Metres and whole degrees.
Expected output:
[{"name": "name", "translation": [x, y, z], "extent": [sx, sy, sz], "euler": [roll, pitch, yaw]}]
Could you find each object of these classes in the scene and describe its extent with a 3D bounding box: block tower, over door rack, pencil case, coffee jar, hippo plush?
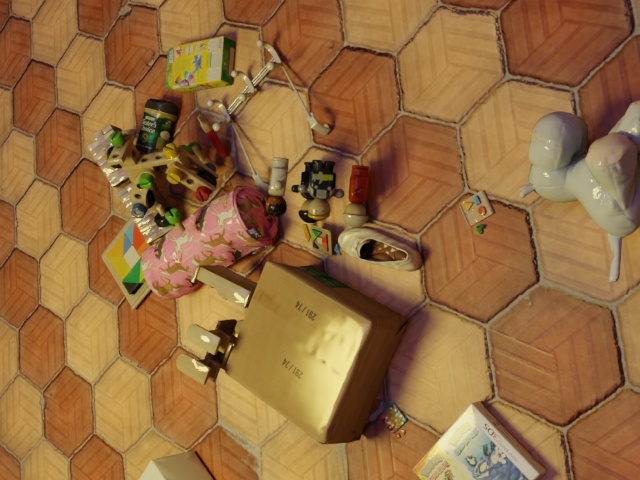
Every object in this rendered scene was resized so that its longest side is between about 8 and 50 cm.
[{"name": "block tower", "translation": [-0.519, -0.155, 1.978], "extent": [0.091, 0.097, 0.335], "euler": [-32, 88, 5]}, {"name": "over door rack", "translation": [-0.150, -0.324, 1.806], "extent": [0.239, 0.108, 0.324], "euler": [-43, 63, 24]}, {"name": "pencil case", "translation": [-0.292, 0.013, 1.836], "extent": [0.386, 0.160, 0.167], "euler": [-29, 63, 28]}, {"name": "coffee jar", "translation": [-0.475, -0.315, 2.047], "extent": [0.096, 0.079, 0.184], "euler": [17, 94, 35]}, {"name": "hippo plush", "translation": [0.511, -0.135, 1.301], "extent": [0.237, 0.234, 0.294], "euler": [33, 147, 50]}]

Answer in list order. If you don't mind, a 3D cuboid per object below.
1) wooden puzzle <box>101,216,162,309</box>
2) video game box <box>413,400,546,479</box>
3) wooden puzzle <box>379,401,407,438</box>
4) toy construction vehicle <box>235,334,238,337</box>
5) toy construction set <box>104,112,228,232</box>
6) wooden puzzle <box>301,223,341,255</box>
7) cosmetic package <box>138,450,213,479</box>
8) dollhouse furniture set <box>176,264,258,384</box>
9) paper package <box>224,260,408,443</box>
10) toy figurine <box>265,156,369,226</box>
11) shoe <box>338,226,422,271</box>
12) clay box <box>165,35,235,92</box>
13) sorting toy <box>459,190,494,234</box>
[{"name": "wooden puzzle", "translation": [-0.543, 0.049, 2.075], "extent": [0.221, 0.044, 0.238], "euler": [-47, 61, 22]}, {"name": "video game box", "translation": [0.315, 0.463, 1.432], "extent": [0.187, 0.048, 0.205], "euler": [46, 110, 32]}, {"name": "wooden puzzle", "translation": [0.161, 0.394, 1.570], "extent": [0.049, 0.006, 0.083], "euler": [-51, 60, 19]}, {"name": "toy construction vehicle", "translation": [-0.232, 0.264, 1.840], "extent": [0.098, 0.035, 0.085], "euler": [24, 98, 34]}, {"name": "toy construction set", "translation": [-0.394, -0.215, 1.802], "extent": [0.258, 0.237, 0.308], "euler": [8, 49, 41]}, {"name": "wooden puzzle", "translation": [0.000, 0.000, 1.696], "extent": [0.116, 0.014, 0.078], "euler": [12, 123, 45]}, {"name": "cosmetic package", "translation": [-0.320, 0.747, 1.775], "extent": [0.385, 0.156, 0.217], "euler": [42, 110, 30]}, {"name": "dollhouse furniture set", "translation": [-0.247, 0.200, 1.714], "extent": [0.161, 0.212, 0.242], "euler": [24, 98, 25]}, {"name": "paper package", "translation": [-0.013, 0.243, 1.611], "extent": [0.325, 0.168, 0.309], "euler": [27, 99, 35]}, {"name": "toy figurine", "translation": [-0.009, -0.107, 1.622], "extent": [0.213, 0.210, 0.148], "euler": [9, 96, 36]}, {"name": "shoe", "translation": [0.125, 0.016, 1.605], "extent": [0.219, 0.058, 0.076], "euler": [17, 94, 35]}, {"name": "clay box", "translation": [-0.340, -0.489, 1.988], "extent": [0.222, 0.053, 0.127], "euler": [1, 86, 36]}, {"name": "sorting toy", "translation": [0.333, -0.056, 1.497], "extent": [0.062, 0.012, 0.083], "euler": [-31, 68, 28]}]
